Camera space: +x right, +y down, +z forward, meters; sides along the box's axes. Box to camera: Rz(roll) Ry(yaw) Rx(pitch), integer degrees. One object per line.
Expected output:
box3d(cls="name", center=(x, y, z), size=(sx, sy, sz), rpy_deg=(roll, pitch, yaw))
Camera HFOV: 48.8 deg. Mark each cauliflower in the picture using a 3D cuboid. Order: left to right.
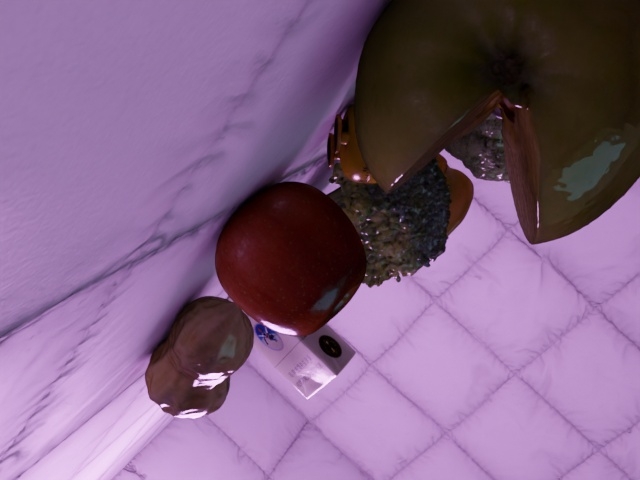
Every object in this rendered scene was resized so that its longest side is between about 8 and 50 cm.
box3d(cls="cauliflower", center=(0.295, -0.225, 1.091), size=(0.250, 0.272, 0.275), rpy_deg=(-24, -163, 11))

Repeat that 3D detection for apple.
box3d(cls="apple", center=(-0.035, 0.022, 0.859), size=(0.181, 0.168, 0.181), rpy_deg=(-44, 171, -9))
box3d(cls="apple", center=(0.173, -0.136, 0.666), size=(0.292, 0.292, 0.254), rpy_deg=(-48, 173, 8))

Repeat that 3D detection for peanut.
box3d(cls="peanut", center=(-0.185, 0.181, 1.077), size=(0.149, 0.149, 0.313), rpy_deg=(-44, 175, -42))

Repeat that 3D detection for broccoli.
box3d(cls="broccoli", center=(0.106, -0.052, 1.159), size=(0.260, 0.288, 0.235), rpy_deg=(-35, -143, -14))

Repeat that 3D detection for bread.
box3d(cls="bread", center=(0.184, -0.082, 1.633), size=(0.316, 0.270, 0.211), rpy_deg=(-42, 163, 10))

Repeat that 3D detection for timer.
box3d(cls="timer", center=(0.069, -0.127, 0.908), size=(0.107, 0.109, 0.107), rpy_deg=(-178, -90, -82))

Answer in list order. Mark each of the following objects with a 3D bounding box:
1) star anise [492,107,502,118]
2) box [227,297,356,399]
box3d(cls="star anise", center=(0.190, -0.213, 0.874), size=(0.262, 0.230, 0.081), rpy_deg=(-22, 139, 7))
box3d(cls="box", center=(-0.070, 0.181, 1.389), size=(0.069, 0.256, 0.164), rpy_deg=(-44, 175, -36))
